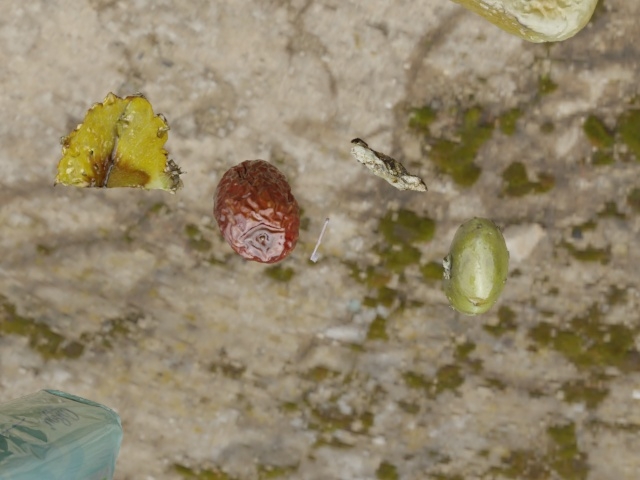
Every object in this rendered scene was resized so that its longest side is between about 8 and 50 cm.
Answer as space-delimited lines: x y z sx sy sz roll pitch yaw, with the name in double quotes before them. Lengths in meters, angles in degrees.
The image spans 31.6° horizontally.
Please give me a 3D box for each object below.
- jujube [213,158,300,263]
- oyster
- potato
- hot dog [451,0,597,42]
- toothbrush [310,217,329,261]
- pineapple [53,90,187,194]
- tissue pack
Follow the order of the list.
"jujube" -0.085 -0.041 1.469 0.109 0.176 0.112 -11 119 -4
"oyster" 0.102 -0.114 1.742 0.132 0.029 0.086 38 171 -22
"potato" 0.200 0.042 1.480 0.085 0.105 0.188 2 158 1
"hot dog" 0.076 -0.213 0.760 0.243 0.084 0.073 27 177 -4
"toothbrush" 0.000 0.000 1.481 0.008 0.006 0.097 41 147 15
"pineapple" -0.159 -0.065 0.971 0.114 0.077 0.114 23 116 -36
"tissue pack" -0.220 0.202 0.716 0.089 0.263 0.177 15 94 14
